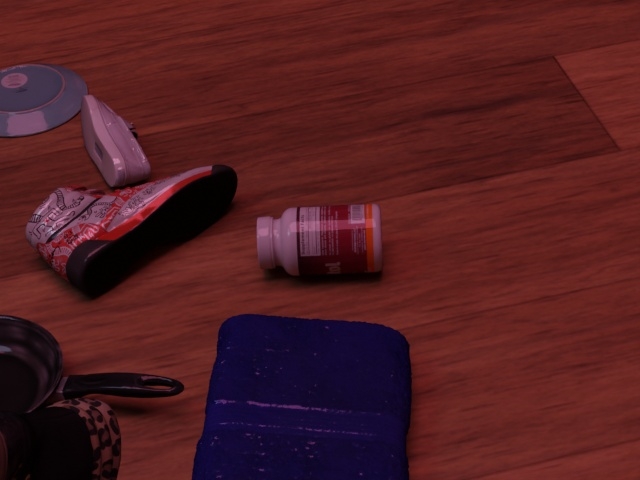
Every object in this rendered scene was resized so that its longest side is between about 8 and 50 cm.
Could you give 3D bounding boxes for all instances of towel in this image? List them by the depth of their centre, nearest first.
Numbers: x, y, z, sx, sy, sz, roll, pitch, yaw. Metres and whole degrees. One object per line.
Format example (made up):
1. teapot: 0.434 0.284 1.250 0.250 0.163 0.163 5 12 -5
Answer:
1. towel: -0.016 0.207 1.737 0.227 0.076 0.308 5 39 0

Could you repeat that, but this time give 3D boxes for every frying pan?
1. frying pan: -0.328 0.148 1.848 0.326 0.053 0.197 -8 39 -8

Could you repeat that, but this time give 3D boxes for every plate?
1. plate: -0.431 -0.212 2.328 0.188 0.024 0.188 -3 40 2

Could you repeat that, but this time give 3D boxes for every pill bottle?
1. pill bottle: 0.000 0.000 1.974 0.152 0.086 0.086 -2 39 3

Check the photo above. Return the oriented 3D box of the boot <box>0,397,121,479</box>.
1. boot: -0.342 0.310 1.532 0.138 0.377 0.284 28 11 17

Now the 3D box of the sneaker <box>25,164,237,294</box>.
1. sneaker: -0.245 -0.045 2.050 0.270 0.090 0.145 -35 50 -29

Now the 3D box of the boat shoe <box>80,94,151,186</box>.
1. boat shoe: -0.280 -0.140 2.196 0.063 0.066 0.184 -6 34 -25
